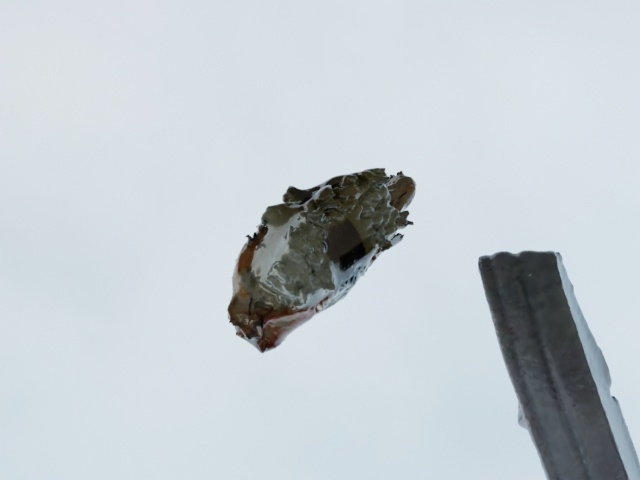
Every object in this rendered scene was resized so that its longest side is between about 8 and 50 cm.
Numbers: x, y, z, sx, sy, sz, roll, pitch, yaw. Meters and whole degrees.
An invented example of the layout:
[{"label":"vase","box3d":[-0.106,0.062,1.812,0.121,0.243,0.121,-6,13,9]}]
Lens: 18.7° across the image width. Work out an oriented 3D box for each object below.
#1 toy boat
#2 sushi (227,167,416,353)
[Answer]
[{"label":"toy boat","box3d":[0.202,0.134,1.617,0.078,0.127,0.283,-18,-77,15]},{"label":"sushi","box3d":[0.001,-0.003,1.635,0.097,0.103,0.226,45,-126,6]}]
